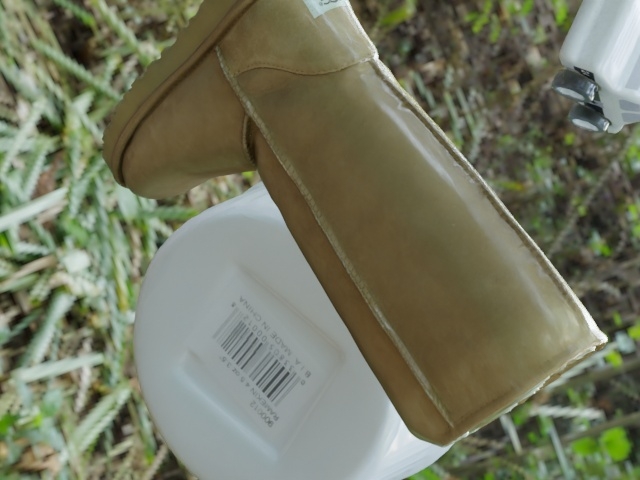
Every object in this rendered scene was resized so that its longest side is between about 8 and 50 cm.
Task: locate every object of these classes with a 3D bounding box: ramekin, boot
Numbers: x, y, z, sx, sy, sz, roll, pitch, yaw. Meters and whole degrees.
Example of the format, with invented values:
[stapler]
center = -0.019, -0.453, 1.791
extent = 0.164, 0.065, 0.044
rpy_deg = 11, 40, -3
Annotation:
[ramekin]
center = -0.018, 0.083, 1.082
extent = 0.135, 0.277, 0.277
rpy_deg = -19, 89, -60
[boot]
center = 0.000, 0.000, 0.748
extent = 0.089, 0.236, 0.269
rpy_deg = -25, 76, -37

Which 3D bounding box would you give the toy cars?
[toy cars]
center = 0.256, -0.218, 1.014
extent = 0.176, 0.087, 0.394
rpy_deg = -47, 152, -41
